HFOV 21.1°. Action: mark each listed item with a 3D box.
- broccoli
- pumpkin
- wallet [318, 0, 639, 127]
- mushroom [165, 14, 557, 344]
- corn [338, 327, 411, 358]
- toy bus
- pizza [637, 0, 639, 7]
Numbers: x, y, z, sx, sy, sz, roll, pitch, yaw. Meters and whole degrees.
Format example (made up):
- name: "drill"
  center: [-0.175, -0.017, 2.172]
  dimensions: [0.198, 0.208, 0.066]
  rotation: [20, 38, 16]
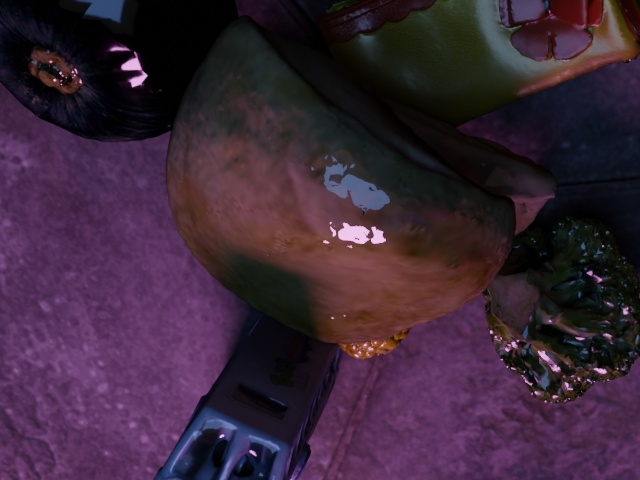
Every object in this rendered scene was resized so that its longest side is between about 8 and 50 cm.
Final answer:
- name: "broccoli"
  center: [0.194, 0.052, 1.418]
  dimensions: [0.145, 0.138, 0.162]
  rotation: [-34, 62, 29]
- name: "pumpkin"
  center: [-0.174, -0.183, 1.363]
  dimensions: [0.233, 0.163, 0.233]
  rotation: [18, 143, 14]
- name: "wallet"
  center: [0.126, -0.167, 1.368]
  dimensions: [0.241, 0.067, 0.141]
  rotation: [-22, 104, 23]
- name: "mushroom"
  center: [0.024, -0.003, 1.320]
  dimensions: [0.292, 0.212, 0.217]
  rotation: [20, 110, -33]
- name: "corn"
  center: [0.000, 0.000, 1.465]
  dimensions: [0.080, 0.080, 0.231]
  rotation: [-27, 104, 23]
- name: "toy bus"
  center: [-0.057, 0.158, 1.412]
  dimensions: [0.109, 0.330, 0.136]
  rotation: [26, 107, 1]
- name: "pizza"
  center: [0.313, -0.136, 1.309]
  dimensions: [0.161, 0.182, 0.062]
  rotation: [3, 138, -31]
